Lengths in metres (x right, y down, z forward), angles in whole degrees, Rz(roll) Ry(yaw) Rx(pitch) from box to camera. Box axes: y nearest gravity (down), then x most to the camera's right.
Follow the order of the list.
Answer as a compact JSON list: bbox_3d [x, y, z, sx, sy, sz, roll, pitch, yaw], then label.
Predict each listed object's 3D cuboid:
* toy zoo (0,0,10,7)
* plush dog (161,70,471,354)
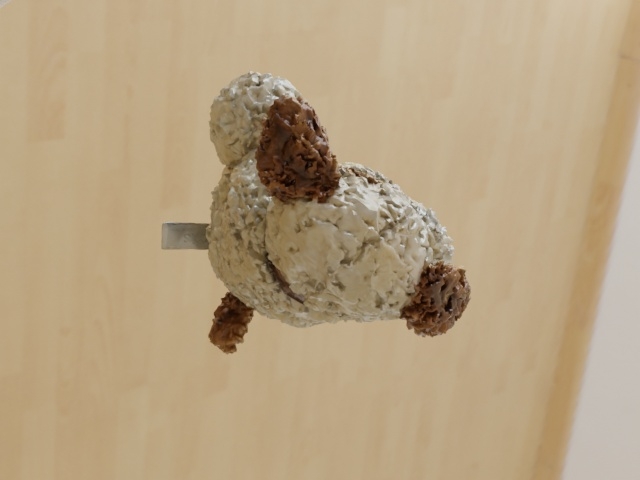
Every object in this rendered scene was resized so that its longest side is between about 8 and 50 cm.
[{"bbox_3d":[-0.324,-0.255,0.923,0.030,0.192,0.293,34,47,-53],"label":"toy zoo"},{"bbox_3d":[0.000,0.000,0.912,0.262,0.225,0.211,41,73,-15],"label":"plush dog"}]
